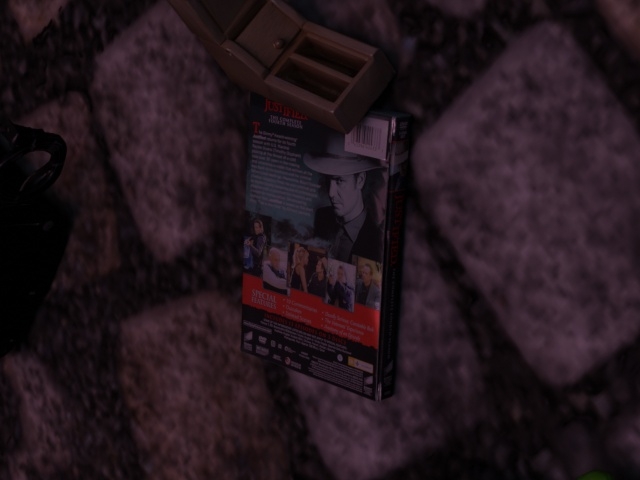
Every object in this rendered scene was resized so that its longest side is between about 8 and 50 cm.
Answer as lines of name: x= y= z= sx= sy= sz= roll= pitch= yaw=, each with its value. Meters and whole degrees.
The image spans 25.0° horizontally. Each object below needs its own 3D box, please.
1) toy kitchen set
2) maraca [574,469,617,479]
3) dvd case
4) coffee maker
toy kitchen set: x=-0.011 y=-0.102 z=0.568 sx=0.075 sy=0.083 sz=0.068 roll=29 pitch=76 yaw=39
maraca: x=0.053 y=0.148 z=0.528 sx=0.185 sy=0.099 sz=0.127 roll=-16 pitch=94 yaw=21
dvd case: x=0.000 y=0.000 z=0.610 sx=0.087 sy=0.013 sz=0.120 roll=15 pitch=109 yaw=43
coffee maker: x=-0.220 y=-0.040 z=0.774 sx=0.171 sy=0.120 sz=0.178 roll=-48 pitch=62 yaw=13
